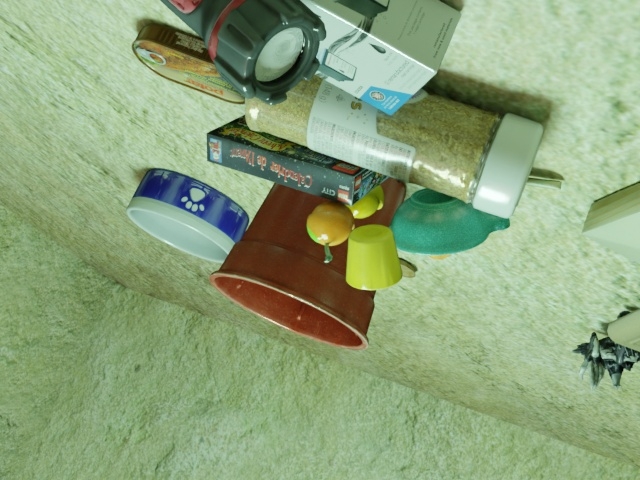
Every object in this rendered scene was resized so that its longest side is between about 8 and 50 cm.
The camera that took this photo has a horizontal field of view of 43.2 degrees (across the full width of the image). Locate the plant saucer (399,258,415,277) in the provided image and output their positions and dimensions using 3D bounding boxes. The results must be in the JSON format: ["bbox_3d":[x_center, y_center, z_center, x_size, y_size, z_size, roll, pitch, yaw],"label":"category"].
[{"bbox_3d":[0.163,0.053,1.690,0.083,0.015,0.083,22,164,7],"label":"plant saucer"}]

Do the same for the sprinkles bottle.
[{"bbox_3d":[0.086,-0.139,0.998,0.355,0.121,0.121,20,163,12],"label":"sprinkles bottle"}]

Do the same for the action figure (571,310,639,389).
[{"bbox_3d":[0.553,0.223,1.472,0.163,0.141,0.276,9,160,9],"label":"action figure"}]

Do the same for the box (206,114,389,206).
[{"bbox_3d":[-0.018,-0.126,1.123,0.233,0.159,0.044,19,122,24],"label":"box"}]

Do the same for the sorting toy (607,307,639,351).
[{"bbox_3d":[0.580,0.129,1.137,0.229,0.041,0.307,24,157,-2],"label":"sorting toy"}]

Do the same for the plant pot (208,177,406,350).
[{"bbox_3d":[0.000,0.000,1.301,0.272,0.265,0.272,22,163,7],"label":"plant pot"}]

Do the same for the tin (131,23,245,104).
[{"bbox_3d":[-0.179,-0.253,1.163,0.189,0.040,0.106,22,160,7],"label":"tin"}]

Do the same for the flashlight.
[{"bbox_3d":[-0.125,-0.256,0.796,0.304,0.103,0.103,45,-155,26],"label":"flashlight"}]

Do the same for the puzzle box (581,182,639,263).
[{"bbox_3d":[0.526,-0.012,0.918,0.272,0.052,0.409,26,163,-8],"label":"puzzle box"}]

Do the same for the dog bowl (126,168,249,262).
[{"bbox_3d":[-0.299,-0.053,1.835,0.264,0.104,0.265,21,164,6],"label":"dog bowl"}]

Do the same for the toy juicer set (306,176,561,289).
[{"bbox_3d":[0.134,-0.030,1.086,0.209,0.328,0.090,28,131,52],"label":"toy juicer set"}]

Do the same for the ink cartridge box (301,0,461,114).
[{"bbox_3d":[0.031,-0.230,0.864,0.190,0.082,0.139,25,164,-9],"label":"ink cartridge box"}]
